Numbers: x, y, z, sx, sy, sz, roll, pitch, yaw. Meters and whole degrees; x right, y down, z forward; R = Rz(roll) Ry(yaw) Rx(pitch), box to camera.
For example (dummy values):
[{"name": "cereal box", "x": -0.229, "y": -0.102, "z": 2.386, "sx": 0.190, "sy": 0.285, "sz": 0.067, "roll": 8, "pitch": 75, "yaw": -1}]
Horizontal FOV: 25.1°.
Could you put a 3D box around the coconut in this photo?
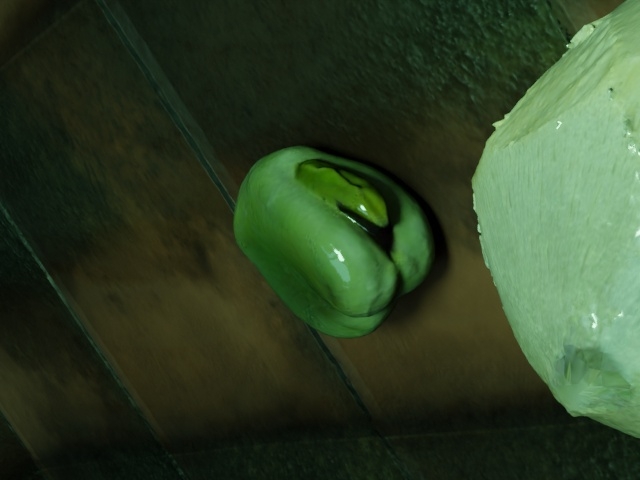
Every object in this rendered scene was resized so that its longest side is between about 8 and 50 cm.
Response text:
[{"name": "coconut", "x": 0.199, "y": -0.009, "z": 0.721, "sx": 0.245, "sy": 0.247, "sz": 0.245, "roll": 36, "pitch": 147, "yaw": 28}]

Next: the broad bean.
[{"name": "broad bean", "x": 0.000, "y": 0.000, "z": 1.157, "sx": 0.169, "sy": 0.100, "sz": 0.228, "roll": 58, "pitch": 152, "yaw": 4}]
